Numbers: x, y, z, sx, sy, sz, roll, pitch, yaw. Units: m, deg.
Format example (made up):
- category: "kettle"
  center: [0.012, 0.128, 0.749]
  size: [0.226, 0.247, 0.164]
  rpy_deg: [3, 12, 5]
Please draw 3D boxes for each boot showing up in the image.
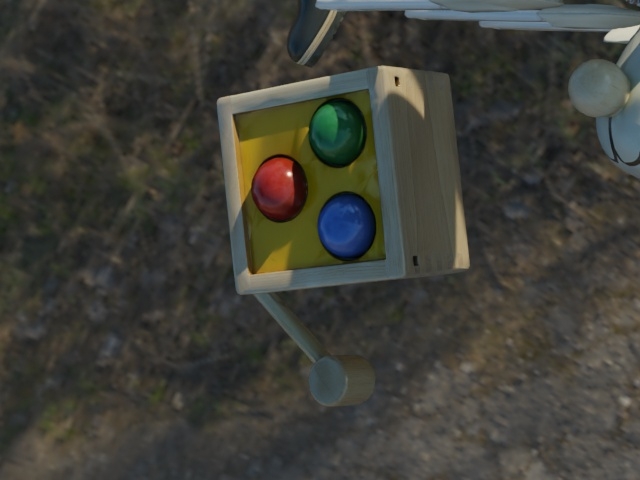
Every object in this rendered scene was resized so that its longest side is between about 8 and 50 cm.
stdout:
- category: "boot"
  center: [-0.033, -0.276, 1.456]
  size: [0.077, 0.137, 0.198]
  rpy_deg: [-148, 76, -72]

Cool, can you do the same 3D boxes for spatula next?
- category: "spatula"
  center: [0.112, -0.125, 0.883]
  size: [0.242, 0.168, 0.019]
  rpy_deg: [15, 102, 62]

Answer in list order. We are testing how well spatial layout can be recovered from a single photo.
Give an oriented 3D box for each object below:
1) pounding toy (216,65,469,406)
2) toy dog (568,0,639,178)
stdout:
- category: "pounding toy"
  center: [-0.007, 0.007, 0.980]
  size: [0.181, 0.094, 0.206]
  rpy_deg: [-7, 88, 34]
- category: "toy dog"
  center: [0.156, -0.205, 0.681]
  size: [0.220, 0.161, 0.333]
  rpy_deg: [150, 126, -61]
